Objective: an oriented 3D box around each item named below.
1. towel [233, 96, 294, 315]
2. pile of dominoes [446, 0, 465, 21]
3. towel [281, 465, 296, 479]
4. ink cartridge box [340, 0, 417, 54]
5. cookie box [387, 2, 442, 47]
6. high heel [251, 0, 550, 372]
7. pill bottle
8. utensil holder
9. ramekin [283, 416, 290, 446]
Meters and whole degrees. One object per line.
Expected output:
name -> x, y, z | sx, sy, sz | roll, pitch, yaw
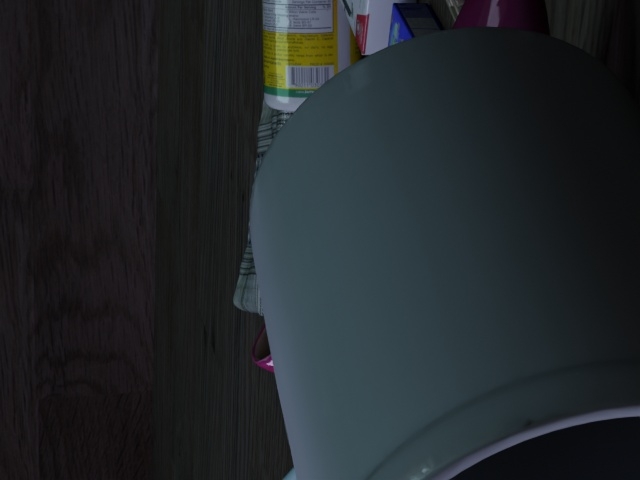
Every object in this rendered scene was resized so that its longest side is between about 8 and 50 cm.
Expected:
towel -> -0.065, -0.061, 2.543 | 0.324, 0.056, 0.312 | -171, 87, -85
pile of dominoes -> 0.125, -0.246, 1.777 | 0.251, 0.040, 0.196 | -107, -6, -49
towel -> 0.041, 0.351, 1.994 | 0.374, 0.090, 0.320 | -50, 40, 29
ink cartridge box -> 0.058, -0.274, 2.107 | 0.135, 0.056, 0.099 | -109, 19, -49
cookie box -> 0.099, -0.175, 1.989 | 0.107, 0.040, 0.092 | -111, 22, -54
high heel -> 0.062, -0.045, 1.519 | 0.127, 0.181, 0.377 | -123, 37, -60
pill bottle -> -0.009, -0.258, 2.275 | 0.117, 0.117, 0.208 | -136, 44, -72
utensil holder -> 0.125, 0.089, 1.305 | 0.385, 0.327, 0.328 | -106, 18, -48
ramekin -> 0.022, 0.170, 2.269 | 0.207, 0.109, 0.207 | 176, 90, -77
